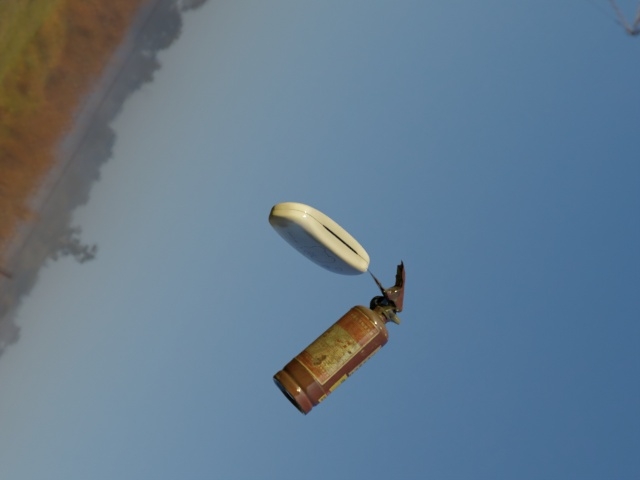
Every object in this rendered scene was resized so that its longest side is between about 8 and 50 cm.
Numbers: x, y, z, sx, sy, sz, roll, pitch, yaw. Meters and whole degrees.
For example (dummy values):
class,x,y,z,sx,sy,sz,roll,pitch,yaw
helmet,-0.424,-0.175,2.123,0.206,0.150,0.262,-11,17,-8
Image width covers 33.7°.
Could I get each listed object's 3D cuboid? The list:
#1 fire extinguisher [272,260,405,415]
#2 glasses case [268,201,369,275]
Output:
class,x,y,z,sx,sy,sz,roll,pitch,yaw
fire extinguisher,0.043,0.135,1.522,0.252,0.106,0.075,-40,-129,-11
glasses case,0.000,0.000,1.520,0.074,0.193,0.049,-2,-117,36
